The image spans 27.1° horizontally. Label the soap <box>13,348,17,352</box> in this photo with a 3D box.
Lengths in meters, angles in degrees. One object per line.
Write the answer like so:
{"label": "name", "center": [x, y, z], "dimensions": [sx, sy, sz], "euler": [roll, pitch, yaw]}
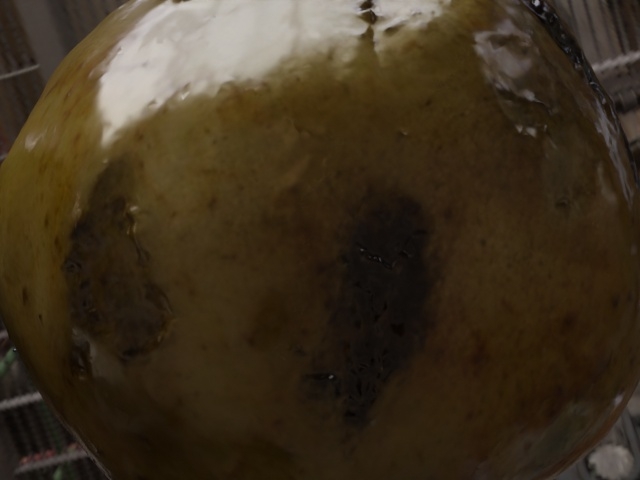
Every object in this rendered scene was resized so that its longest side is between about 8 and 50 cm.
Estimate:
{"label": "soap", "center": [-0.052, 0.085, 0.797], "dimensions": [0.156, 0.293, 0.077], "euler": [-37, -40, -24]}

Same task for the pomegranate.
{"label": "pomegranate", "center": [0.000, 0.000, 0.531], "dimensions": [0.260, 0.260, 0.260], "euler": [1, -72, 3]}
